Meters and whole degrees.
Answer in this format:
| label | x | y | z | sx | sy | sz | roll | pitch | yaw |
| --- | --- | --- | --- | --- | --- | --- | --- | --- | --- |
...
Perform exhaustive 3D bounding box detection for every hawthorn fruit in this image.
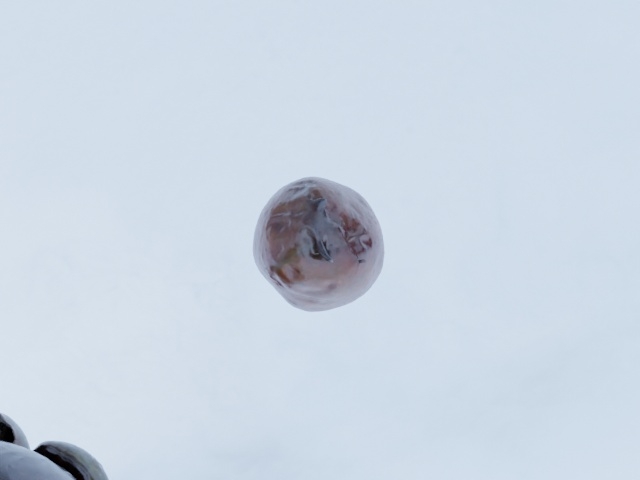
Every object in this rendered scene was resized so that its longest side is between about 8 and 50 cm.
| label | x | y | z | sx | sy | sz | roll | pitch | yaw |
| --- | --- | --- | --- | --- | --- | --- | --- | --- | --- |
| hawthorn fruit | 0.000 | 0.000 | 0.468 | 0.081 | 0.093 | 0.081 | 1 | 78 | -3 |

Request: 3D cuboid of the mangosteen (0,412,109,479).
| label | x | y | z | sx | sy | sz | roll | pitch | yaw |
| --- | --- | --- | --- | --- | --- | --- | --- | --- | --- |
| mangosteen | -0.303 | 0.307 | 0.716 | 0.307 | 0.347 | 0.306 | 5 | 110 | 14 |
